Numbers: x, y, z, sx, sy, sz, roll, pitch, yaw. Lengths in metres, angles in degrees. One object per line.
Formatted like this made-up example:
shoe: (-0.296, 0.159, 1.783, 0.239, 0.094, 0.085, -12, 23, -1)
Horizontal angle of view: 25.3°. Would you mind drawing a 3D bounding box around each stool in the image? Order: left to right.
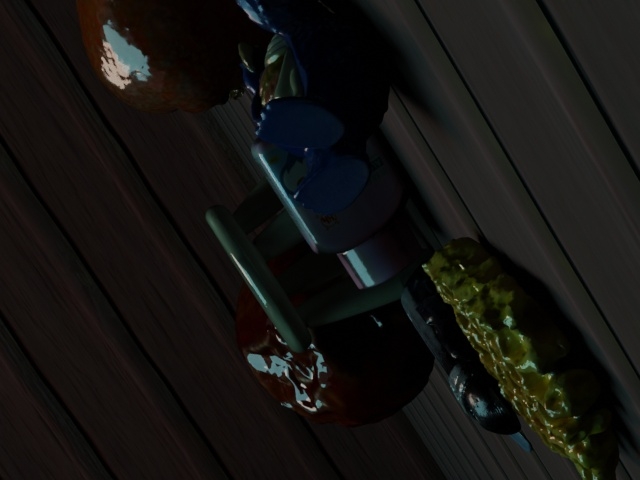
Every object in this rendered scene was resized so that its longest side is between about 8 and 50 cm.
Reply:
stool: (0.000, 0.000, 1.622, 0.195, 0.198, 0.195, 59, 177, -24)

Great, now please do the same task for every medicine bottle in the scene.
medicine bottle: (0.025, -0.049, 1.466, 0.188, 0.119, 0.094, 58, 178, -10)

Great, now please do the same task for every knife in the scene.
knife: (0.233, 0.234, 1.978, 0.044, 0.019, 0.313, 61, 173, -18)

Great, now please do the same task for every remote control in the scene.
remote control: (0.139, 0.114, 1.467, 0.090, 0.066, 0.266, 44, -167, -30)

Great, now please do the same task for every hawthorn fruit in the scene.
hawthorn fruit: (-0.153, -0.264, 1.458, 0.210, 0.210, 0.262, -135, 29, -70)

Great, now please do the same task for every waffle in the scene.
waffle: (0.193, 0.120, 1.233, 0.229, 0.057, 0.219, 56, 177, -20)

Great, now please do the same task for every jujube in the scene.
jujube: (0.022, 0.115, 1.933, 0.276, 0.276, 0.377, 57, 164, -2)

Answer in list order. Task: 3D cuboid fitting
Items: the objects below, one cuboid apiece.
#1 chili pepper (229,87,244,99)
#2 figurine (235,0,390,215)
chili pepper: (-0.218, -0.358, 2.034, 0.387, 0.110, 0.110, 61, 174, -36)
figurine: (-0.008, -0.150, 1.213, 0.164, 0.120, 0.262, 75, 179, -56)
